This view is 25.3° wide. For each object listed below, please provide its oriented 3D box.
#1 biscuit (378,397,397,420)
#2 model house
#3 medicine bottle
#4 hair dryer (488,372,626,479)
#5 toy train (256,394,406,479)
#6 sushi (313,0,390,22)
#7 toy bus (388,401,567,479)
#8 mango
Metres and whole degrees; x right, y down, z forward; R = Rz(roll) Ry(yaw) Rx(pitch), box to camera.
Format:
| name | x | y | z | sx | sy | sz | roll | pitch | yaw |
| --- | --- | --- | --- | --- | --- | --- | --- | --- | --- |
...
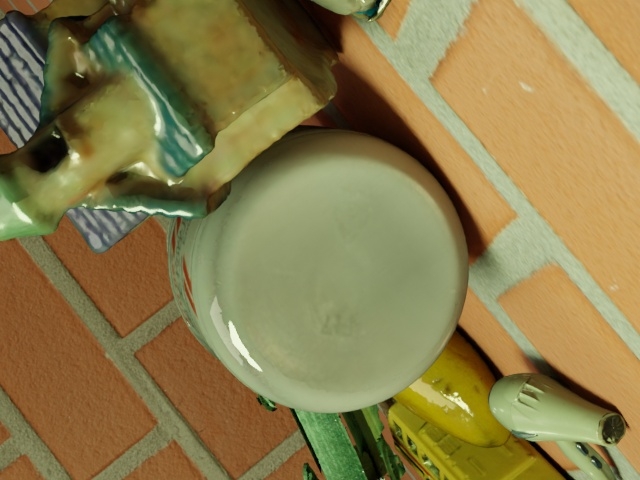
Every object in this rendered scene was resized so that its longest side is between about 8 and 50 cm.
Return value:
| name | x | y | z | sx | sy | sz | roll | pitch | yaw |
| --- | --- | --- | --- | --- | --- | --- | --- | --- | --- |
| biscuit | 0.095 | 0.153 | 1.795 | 0.144 | 0.078 | 0.426 | 45 | 167 | 43 |
| model house | -0.159 | -0.123 | 1.114 | 0.245 | 0.280 | 0.312 | 53 | -169 | -7 |
| medicine bottle | -0.020 | 0.015 | 1.327 | 0.245 | 0.245 | 0.306 | 54 | 171 | -14 |
| hair dryer | 0.257 | 0.198 | 1.325 | 0.199 | 0.067 | 0.167 | 43 | 166 | -10 |
| toy train | 0.017 | 0.191 | 1.701 | 0.189 | 0.126 | 0.307 | -72 | -38 | -59 |
| sushi | -0.007 | -0.201 | 0.890 | 0.109 | 0.134 | 0.273 | 30 | 172 | -19 |
| toy bus | 0.216 | 0.291 | 1.633 | 0.335 | 0.121 | 0.123 | 44 | 161 | 41 |
| mango | 0.136 | 0.154 | 1.568 | 0.195 | 0.098 | 0.137 | 39 | 163 | 25 |
